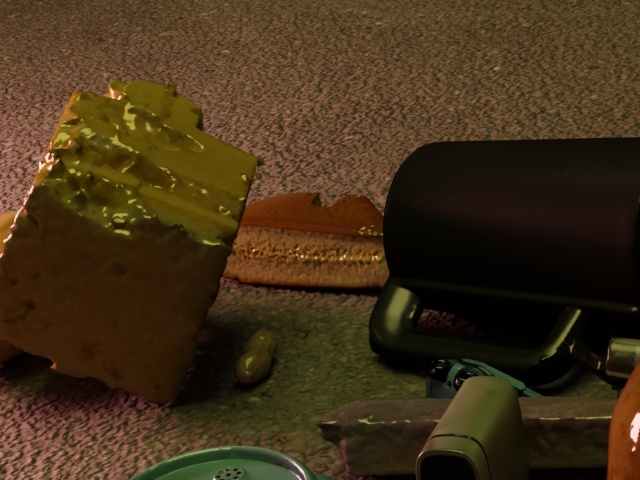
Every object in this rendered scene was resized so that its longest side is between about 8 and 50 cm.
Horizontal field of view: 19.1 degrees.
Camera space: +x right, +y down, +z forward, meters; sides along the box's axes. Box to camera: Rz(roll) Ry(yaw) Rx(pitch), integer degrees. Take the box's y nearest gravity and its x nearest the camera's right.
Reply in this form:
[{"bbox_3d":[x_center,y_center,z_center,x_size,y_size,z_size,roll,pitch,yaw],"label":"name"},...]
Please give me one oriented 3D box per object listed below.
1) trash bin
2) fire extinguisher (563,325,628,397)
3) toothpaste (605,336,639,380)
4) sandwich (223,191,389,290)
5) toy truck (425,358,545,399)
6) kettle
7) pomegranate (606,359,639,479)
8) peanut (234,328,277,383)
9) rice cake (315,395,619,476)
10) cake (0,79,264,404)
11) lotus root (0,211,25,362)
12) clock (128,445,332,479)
[{"bbox_3d":[0.128,0.193,1.594,0.059,0.116,0.130,0,25,22],"label":"trash bin"},{"bbox_3d":[0.348,0.108,1.705,0.252,0.106,0.075,0,25,23],"label":"fire extinguisher"},{"bbox_3d":[0.364,0.116,1.628,0.239,0.039,0.062,7,5,21],"label":"toothpaste"},{"bbox_3d":[0.000,0.000,2.133,0.244,0.090,0.088,5,30,31],"label":"sandwich"},{"bbox_3d":[0.157,0.151,1.762,0.074,0.063,0.136,-9,23,-35],"label":"toy truck"},{"bbox_3d":[0.227,0.022,1.917,0.308,0.262,0.203,3,-9,37],"label":"kettle"},{"bbox_3d":[0.348,0.170,1.412,0.271,0.229,0.252,3,27,16],"label":"pomegranate"},{"bbox_3d":[-0.065,0.120,1.953,0.037,0.037,0.083,-3,22,17],"label":"peanut"},{"bbox_3d":[0.196,0.172,1.682,0.399,0.064,0.070,-3,15,18],"label":"rice cake"},{"bbox_3d":[-0.195,-0.015,1.981,0.222,0.227,0.286,23,30,-4],"label":"cake"},{"bbox_3d":[-0.349,0.055,2.108,0.146,0.130,0.303,23,34,14],"label":"lotus root"},{"bbox_3d":[-0.092,0.253,1.581,0.274,0.094,0.223,-21,26,-21],"label":"clock"}]
